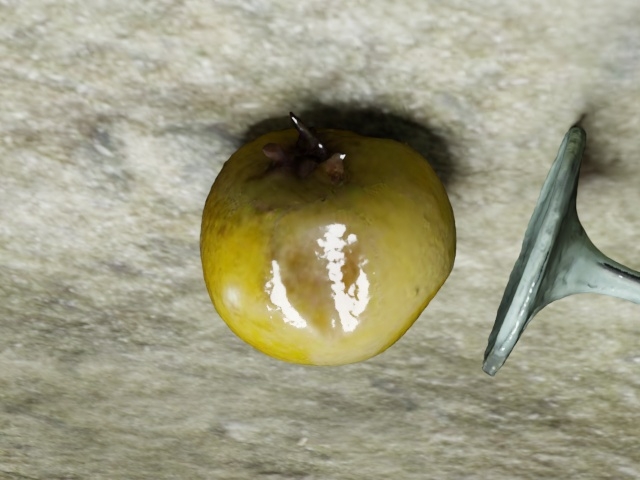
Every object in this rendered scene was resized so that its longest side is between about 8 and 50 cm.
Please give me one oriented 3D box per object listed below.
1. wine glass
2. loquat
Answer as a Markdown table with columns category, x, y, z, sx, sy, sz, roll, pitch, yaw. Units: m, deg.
| category | x | y | z | sx | sy | sz | roll | pitch | yaw |
| --- | --- | --- | --- | --- | --- | --- | --- | --- | --- |
| wine glass | 0.346 | 0.072 | 0.942 | 0.406 | 0.267 | 0.267 | 21 | 149 | 8 |
| loquat | 0.004 | 0.002 | 1.005 | 0.213 | 0.213 | 0.213 | 7 | 148 | 5 |
